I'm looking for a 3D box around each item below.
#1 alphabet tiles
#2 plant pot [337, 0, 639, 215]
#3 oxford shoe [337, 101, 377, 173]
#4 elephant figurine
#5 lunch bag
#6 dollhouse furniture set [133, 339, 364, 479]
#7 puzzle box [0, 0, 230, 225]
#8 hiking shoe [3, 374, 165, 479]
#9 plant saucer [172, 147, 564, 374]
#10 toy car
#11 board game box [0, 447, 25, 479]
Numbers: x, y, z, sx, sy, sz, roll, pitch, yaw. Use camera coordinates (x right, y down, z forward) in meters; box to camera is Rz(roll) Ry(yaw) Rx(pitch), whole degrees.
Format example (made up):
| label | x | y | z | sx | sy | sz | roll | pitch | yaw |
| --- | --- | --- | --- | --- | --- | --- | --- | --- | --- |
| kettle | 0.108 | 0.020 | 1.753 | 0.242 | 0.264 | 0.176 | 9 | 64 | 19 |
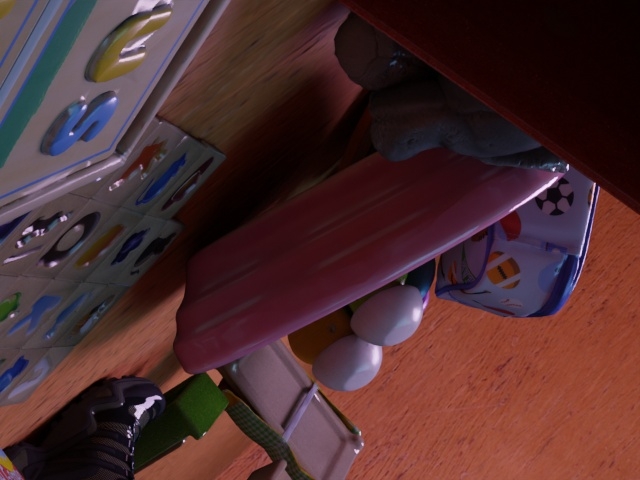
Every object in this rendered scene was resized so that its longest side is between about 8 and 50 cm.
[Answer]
| label | x | y | z | sx | sy | sz | roll | pitch | yaw |
| --- | --- | --- | --- | --- | --- | --- | --- | --- | --- |
| alphabet tiles | -0.176 | 0.040 | 0.822 | 0.285 | 0.011 | 0.342 | -47 | 172 | 3 |
| plant pot | 0.183 | -0.207 | 0.670 | 0.267 | 0.267 | 0.236 | -54 | -178 | 45 |
| oxford shoe | 0.145 | -0.132 | 1.206 | 0.364 | 0.133 | 0.130 | -50 | 172 | 27 |
| elephant figurine | 0.129 | -0.129 | 0.955 | 0.169 | 0.186 | 0.239 | -29 | 170 | 26 |
| lunch bag | 0.197 | -0.078 | 1.381 | 0.243 | 0.115 | 0.303 | 140 | -37 | -83 |
| dollhouse furniture set | -0.096 | 0.219 | 1.420 | 0.151 | 0.197 | 0.301 | -34 | -175 | 20 |
| puzzle box | -0.056 | -0.139 | 0.401 | 0.409 | 0.052 | 0.272 | -52 | 171 | 33 |
| hiking shoe | -0.187 | 0.197 | 1.170 | 0.086 | 0.114 | 0.227 | -52 | 171 | 37 |
| plant saucer | 0.025 | -0.010 | 1.091 | 0.332 | 0.084 | 0.332 | -28 | -178 | 1 |
| toy car | 0.047 | 0.055 | 1.448 | 0.136 | 0.159 | 0.182 | 1 | 139 | -40 |
| board game box | -0.193 | 0.276 | 0.888 | 0.142 | 0.275 | 0.144 | -40 | 172 | -2 |
